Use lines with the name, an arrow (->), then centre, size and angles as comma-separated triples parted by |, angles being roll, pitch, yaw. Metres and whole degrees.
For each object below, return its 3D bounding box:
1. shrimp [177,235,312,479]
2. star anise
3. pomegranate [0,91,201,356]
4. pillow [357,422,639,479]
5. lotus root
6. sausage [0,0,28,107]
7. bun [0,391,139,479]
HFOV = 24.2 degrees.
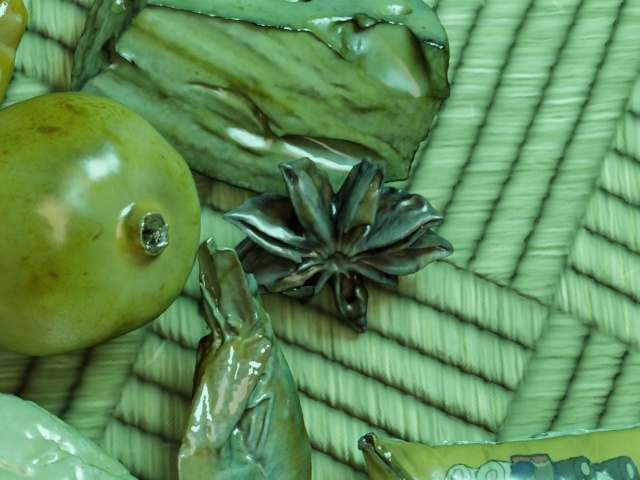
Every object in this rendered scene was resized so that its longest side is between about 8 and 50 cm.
shrimp -> -0.073, 0.154, 1.256 | 0.077, 0.168, 0.317 | -3, 108, 30
star anise -> -0.001, 0.000, 1.311 | 0.231, 0.209, 0.089 | -4, 42, 7
pomegranate -> -0.216, -0.016, 1.242 | 0.233, 0.233, 0.233 | 1, 84, -8
pillow -> 0.194, 0.314, 1.312 | 0.310, 0.119, 0.312 | -2, 83, -12
lotus root -> -0.051, -0.165, 1.331 | 0.314, 0.142, 0.210 | 20, 123, -12
sausage -> -0.310, -0.142, 1.327 | 0.062, 0.054, 0.183 | 22, 78, -39
bun -> -0.270, 0.290, 1.198 | 0.348, 0.227, 0.353 | -2, 82, -6
